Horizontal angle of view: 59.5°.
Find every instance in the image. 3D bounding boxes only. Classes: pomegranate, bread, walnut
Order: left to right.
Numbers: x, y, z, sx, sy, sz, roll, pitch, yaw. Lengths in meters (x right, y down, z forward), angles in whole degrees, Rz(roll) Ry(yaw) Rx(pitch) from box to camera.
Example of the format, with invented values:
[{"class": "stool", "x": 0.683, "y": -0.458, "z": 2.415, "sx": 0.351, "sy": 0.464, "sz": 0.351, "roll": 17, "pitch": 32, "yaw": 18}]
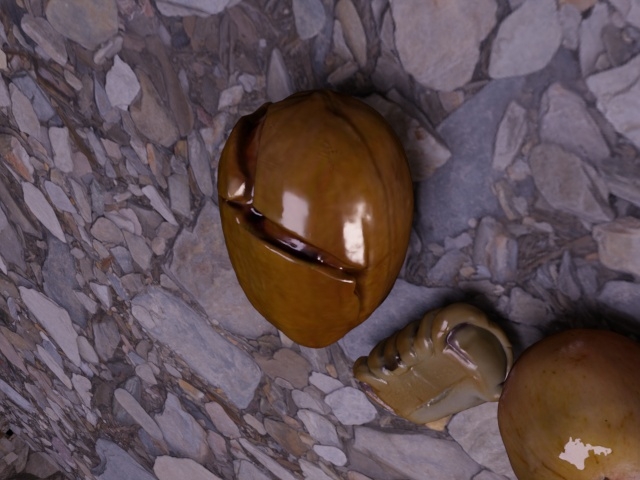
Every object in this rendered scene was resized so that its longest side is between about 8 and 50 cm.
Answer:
[{"class": "walnut", "x": 0.000, "y": 0.000, "z": 0.613, "sx": 0.209, "sy": 0.209, "sz": 0.336, "roll": 16, "pitch": 136, "yaw": 28}, {"class": "bread", "x": 0.142, "y": 0.157, "z": 0.704, "sx": 0.134, "sy": 0.081, "sz": 0.225, "roll": 43, "pitch": 136, "yaw": -5}, {"class": "pomegranate", "x": 0.265, "y": 0.183, "z": 0.554, "sx": 0.191, "sy": 0.191, "sz": 0.191, "roll": 20, "pitch": 132, "yaw": 25}]
